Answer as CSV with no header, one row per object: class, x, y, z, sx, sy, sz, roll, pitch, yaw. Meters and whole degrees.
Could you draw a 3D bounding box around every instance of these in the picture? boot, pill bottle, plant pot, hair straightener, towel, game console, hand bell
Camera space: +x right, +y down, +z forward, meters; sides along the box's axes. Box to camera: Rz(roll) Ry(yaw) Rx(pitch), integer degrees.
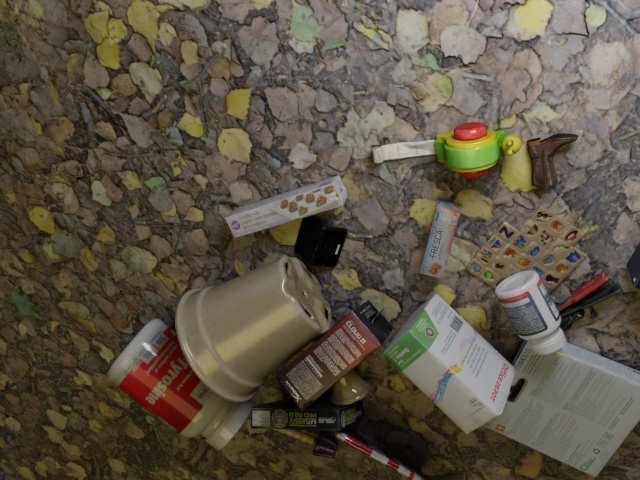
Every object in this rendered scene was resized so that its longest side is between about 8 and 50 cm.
boot,0.502,-0.167,1.218,0.106,0.037,0.114,-3,113,34
pill bottle,0.498,0.172,1.333,0.108,0.108,0.180,-26,98,28
plant pot,-0.151,0.205,1.492,0.305,0.334,0.334,-32,103,17
hair straightener,0.615,0.170,1.350,0.089,0.047,0.230,40,122,-4
towel,0.170,0.627,1.649,0.329,0.237,0.037,29,78,2
game console,0.000,0.000,1.487,0.107,0.071,0.122,5,123,-19
pill bottle,-0.417,0.444,1.728,0.407,0.229,0.229,39,121,-4
hand bell,0.047,0.325,1.601,0.126,0.126,0.242,-16,99,25

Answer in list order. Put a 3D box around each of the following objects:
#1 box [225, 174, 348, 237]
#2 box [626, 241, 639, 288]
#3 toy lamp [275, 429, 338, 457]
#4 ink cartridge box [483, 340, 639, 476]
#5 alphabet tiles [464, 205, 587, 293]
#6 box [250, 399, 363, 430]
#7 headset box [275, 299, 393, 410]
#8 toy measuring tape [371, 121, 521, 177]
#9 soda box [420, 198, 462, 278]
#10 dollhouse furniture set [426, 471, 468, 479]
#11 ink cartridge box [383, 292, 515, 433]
box,-0.089,-0.084,1.442,0.323,0.067,0.063,-16,110,24
box,0.790,0.000,1.172,0.184,0.103,0.261,18,121,5
toy lamp,-0.078,0.610,1.792,0.274,0.080,0.080,19,121,11
ink cartridge box,0.624,0.418,1.464,0.330,0.071,0.324,23,121,11
alphabet tiles,0.493,0.037,1.345,0.198,0.009,0.237,33,121,0
box,-0.035,0.503,1.645,0.270,0.216,0.060,-5,79,20
headset box,0.053,0.276,1.448,0.293,0.218,0.110,-42,81,13
toy measuring tape,0.265,-0.190,1.241,0.330,0.121,0.121,-3,115,20
soda box,0.287,-0.003,1.359,0.058,0.063,0.183,15,119,11
dollhouse furniture set,0.379,0.808,1.678,0.129,0.184,0.129,-17,110,25
ink cartridge box,0.320,0.297,1.392,0.278,0.201,0.117,44,126,6
